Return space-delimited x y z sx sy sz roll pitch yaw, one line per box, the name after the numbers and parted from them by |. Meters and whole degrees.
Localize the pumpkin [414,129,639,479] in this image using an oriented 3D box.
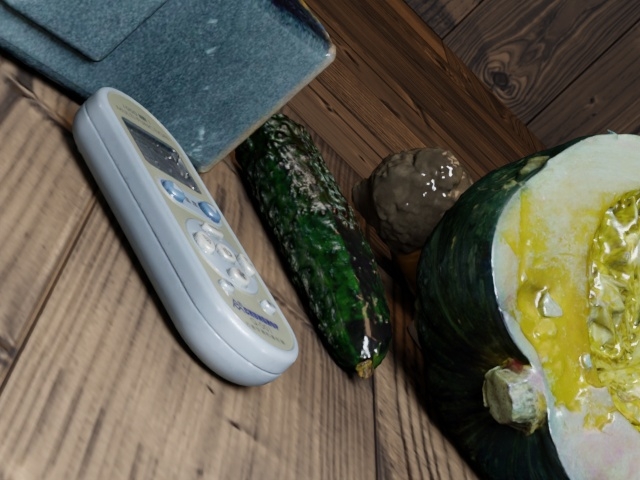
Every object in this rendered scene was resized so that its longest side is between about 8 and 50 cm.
0.188 0.080 1.305 0.263 0.197 0.293 -18 88 -32 | pumpkin

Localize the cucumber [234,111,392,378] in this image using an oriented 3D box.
0.000 0.000 1.293 0.067 0.067 0.293 37 16 -36 | cucumber

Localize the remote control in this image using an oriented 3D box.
-0.088 -0.004 1.058 0.087 0.047 0.244 27 23 -48 | remote control

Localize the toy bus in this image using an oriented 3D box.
-0.147 -0.195 1.198 0.323 0.162 0.194 32 22 -54 | toy bus

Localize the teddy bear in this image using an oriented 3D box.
0.117 -0.003 1.514 0.190 0.177 0.140 46 49 -16 | teddy bear

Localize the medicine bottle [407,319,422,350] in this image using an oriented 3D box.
0.123 0.062 1.440 0.057 0.089 0.057 44 12 -12 | medicine bottle
